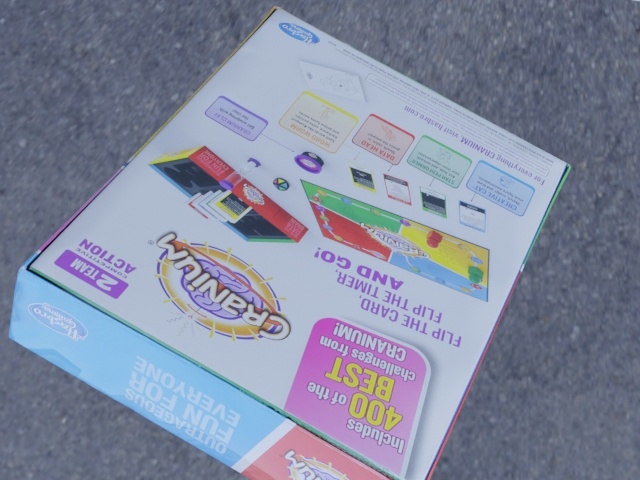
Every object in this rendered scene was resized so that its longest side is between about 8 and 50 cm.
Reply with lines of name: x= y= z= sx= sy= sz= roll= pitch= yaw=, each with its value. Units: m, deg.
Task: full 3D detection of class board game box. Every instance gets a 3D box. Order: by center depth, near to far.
board game box: x=0.000 y=0.000 z=0.702 sx=0.242 sy=0.316 sz=0.064 roll=30 pitch=135 yaw=6
